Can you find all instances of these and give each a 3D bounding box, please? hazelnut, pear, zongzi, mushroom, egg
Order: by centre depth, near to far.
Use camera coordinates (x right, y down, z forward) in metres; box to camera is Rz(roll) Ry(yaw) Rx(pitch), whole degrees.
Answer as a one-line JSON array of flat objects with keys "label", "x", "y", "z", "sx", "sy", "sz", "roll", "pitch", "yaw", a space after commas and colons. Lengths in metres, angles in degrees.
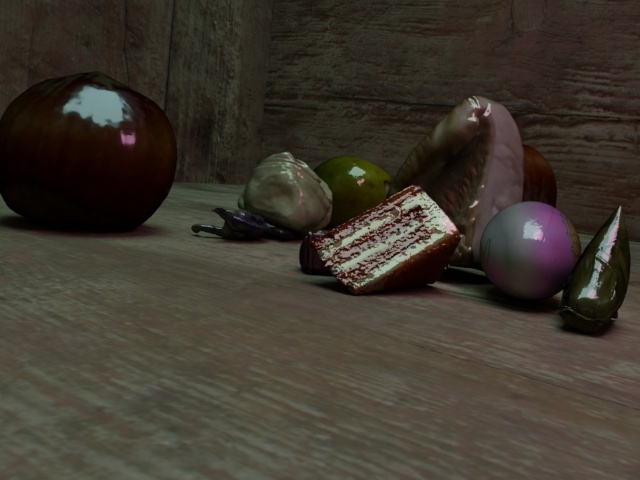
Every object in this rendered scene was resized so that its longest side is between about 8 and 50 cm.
[{"label": "zongzi", "x": 0.468, "y": 0.044, "z": 1.039, "sx": 0.094, "sy": 0.205, "sz": 0.204, "roll": 20, "pitch": 14, "yaw": 29}, {"label": "egg", "x": 0.404, "y": 0.025, "z": 1.211, "sx": 0.196, "sy": 0.197, "sz": 0.271, "roll": 9, "pitch": 26, "yaw": 23}, {"label": "mushroom", "x": 0.298, "y": -0.124, "z": 1.444, "sx": 0.224, "sy": 0.398, "sz": 0.313, "roll": 7, "pitch": 2, "yaw": -39}, {"label": "hazelnut", "x": -0.576, "y": -0.201, "z": 1.521, "sx": 0.428, "sy": 0.403, "sz": 0.402, "roll": 12, "pitch": 7, "yaw": 0}, {"label": "hazelnut", "x": 0.466, "y": -0.110, "z": 1.733, "sx": 0.409, "sy": 0.360, "sz": 0.359, "roll": -7, "pitch": 13, "yaw": -30}, {"label": "pear", "x": 0.094, "y": -0.159, "z": 2.105, "sx": 0.320, "sy": 0.269, "sz": 0.269, "roll": -7, "pitch": 7, "yaw": 1}]

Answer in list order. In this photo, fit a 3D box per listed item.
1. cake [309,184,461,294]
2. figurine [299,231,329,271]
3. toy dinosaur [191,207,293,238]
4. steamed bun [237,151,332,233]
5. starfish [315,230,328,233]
[{"label": "cake", "x": 0.136, "y": -0.002, "z": 1.168, "sx": 0.261, "sy": 0.160, "sz": 0.158, "roll": -6, "pitch": 47, "yaw": -48}, {"label": "figurine", "x": 0.031, "y": 0.036, "z": 1.296, "sx": 0.154, "sy": 0.083, "sz": 0.098, "roll": 4, "pitch": -16, "yaw": -18}, {"label": "toy dinosaur", "x": -0.199, "y": -0.043, "z": 1.636, "sx": 0.162, "sy": 0.077, "sz": 0.294, "roll": 3, "pitch": 2, "yaw": 42}, {"label": "steamed bun", "x": -0.091, "y": -0.136, "z": 1.796, "sx": 0.275, "sy": 0.204, "sz": 0.289, "roll": 19, "pitch": -4, "yaw": 22}, {"label": "starfish", "x": 0.002, "y": -0.005, "z": 1.655, "sx": 0.133, "sy": 0.041, "sz": 0.130, "roll": 13, "pitch": 11, "yaw": 42}]
